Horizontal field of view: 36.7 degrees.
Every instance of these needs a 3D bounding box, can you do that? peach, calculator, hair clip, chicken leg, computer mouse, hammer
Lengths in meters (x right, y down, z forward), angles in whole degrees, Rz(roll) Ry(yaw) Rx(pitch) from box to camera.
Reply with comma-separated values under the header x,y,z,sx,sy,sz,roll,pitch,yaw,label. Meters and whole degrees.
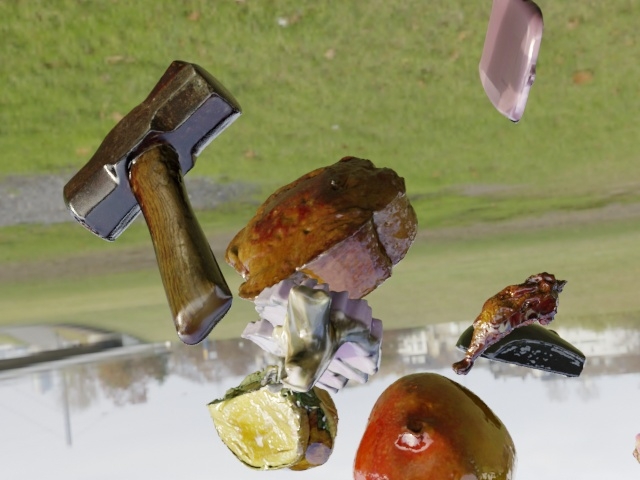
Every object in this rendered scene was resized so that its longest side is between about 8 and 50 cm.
x,y,z,sx,sy,sz,roll,pitch,yaw,label
0.205,0.414,1.754,0.289,0.373,0.372,18,-179,11,peach
0.302,-0.304,1.544,0.043,0.194,0.294,7,-154,-5,calculator
-0.012,0.088,0.754,0.106,0.085,0.292,19,165,-1,hair clip
0.281,0.119,1.447,0.219,0.089,0.048,-32,-160,-11,chicken leg
0.427,0.219,2.069,0.269,0.100,0.170,13,180,-12,computer mouse
-0.169,-0.035,1.073,0.095,0.242,0.409,40,-168,-33,hammer

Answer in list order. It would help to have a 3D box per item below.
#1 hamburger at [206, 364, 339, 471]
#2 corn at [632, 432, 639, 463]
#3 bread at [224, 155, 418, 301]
x,y,z,sx,sy,sz,roll,pitch,yaw,label
-0.078,0.359,1.881,0.309,0.211,0.132,-25,-177,45,hamburger
0.510,0.343,1.205,0.092,0.280,0.092,-28,145,-21,corn
0.002,-0.009,1.231,0.246,0.135,0.232,-35,-148,2,bread
